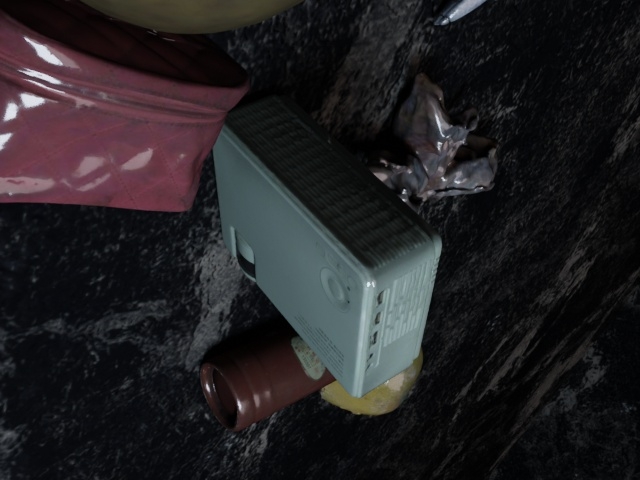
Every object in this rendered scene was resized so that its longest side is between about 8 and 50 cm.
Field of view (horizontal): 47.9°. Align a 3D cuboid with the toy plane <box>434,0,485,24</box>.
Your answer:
[{"bbox_3d":[0.233,-0.320,0.769,0.267,0.088,0.212,-44,125,2],"label":"toy plane"}]

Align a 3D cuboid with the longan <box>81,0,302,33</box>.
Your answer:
[{"bbox_3d":[-0.075,-0.237,0.388,0.258,0.258,0.258,-29,144,-24],"label":"longan"}]

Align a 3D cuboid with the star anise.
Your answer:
[{"bbox_3d":[0.129,-0.088,0.891,0.198,0.110,0.257,-50,153,7],"label":"star anise"}]

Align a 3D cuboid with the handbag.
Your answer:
[{"bbox_3d":[-0.167,-0.108,0.502,0.225,0.146,0.135,4,127,-47],"label":"handbag"}]

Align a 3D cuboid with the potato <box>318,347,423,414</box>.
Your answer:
[{"bbox_3d":[0.096,0.223,1.194,0.202,0.117,0.182,-52,150,9],"label":"potato"}]

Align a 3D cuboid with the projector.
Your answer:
[{"bbox_3d":[0.000,0.000,0.703,0.099,0.256,0.192,-26,142,-25],"label":"projector"}]

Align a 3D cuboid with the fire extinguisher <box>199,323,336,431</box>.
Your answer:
[{"bbox_3d":[0.006,0.137,1.005,0.344,0.102,0.138,-21,138,-33],"label":"fire extinguisher"}]
